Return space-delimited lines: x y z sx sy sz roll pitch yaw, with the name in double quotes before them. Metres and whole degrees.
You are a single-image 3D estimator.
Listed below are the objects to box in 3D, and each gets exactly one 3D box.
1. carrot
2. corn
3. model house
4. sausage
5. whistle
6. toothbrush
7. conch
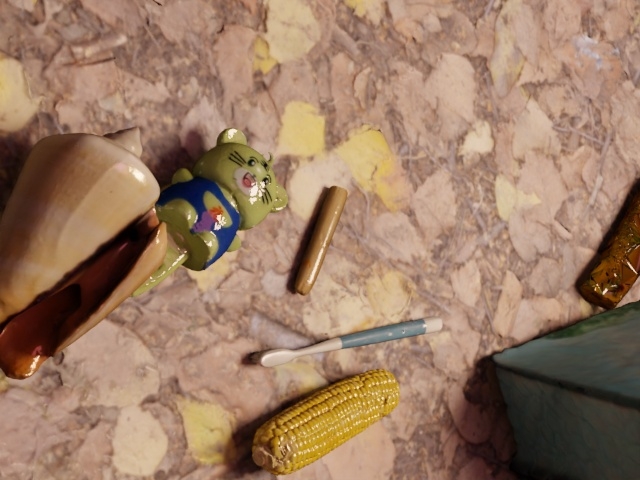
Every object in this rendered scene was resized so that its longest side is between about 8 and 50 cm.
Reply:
"carrot" 0.415 0.000 1.887 0.069 0.069 0.228 50 61 -24
"corn" 0.007 0.196 1.554 0.206 0.067 0.067 -23 101 -38
"model house" 0.433 0.274 1.680 0.297 0.360 0.339 -17 102 -29
"sausage" 0.000 0.000 1.588 0.024 0.024 0.132 33 67 -32
"whistle" -0.123 -0.025 1.456 0.227 0.085 0.105 -43 103 -31
"toothbrush" 0.034 0.113 1.612 0.276 0.025 0.019 -8 98 -40
"conch" -0.244 0.000 1.360 0.158 0.127 0.255 40 91 -19
